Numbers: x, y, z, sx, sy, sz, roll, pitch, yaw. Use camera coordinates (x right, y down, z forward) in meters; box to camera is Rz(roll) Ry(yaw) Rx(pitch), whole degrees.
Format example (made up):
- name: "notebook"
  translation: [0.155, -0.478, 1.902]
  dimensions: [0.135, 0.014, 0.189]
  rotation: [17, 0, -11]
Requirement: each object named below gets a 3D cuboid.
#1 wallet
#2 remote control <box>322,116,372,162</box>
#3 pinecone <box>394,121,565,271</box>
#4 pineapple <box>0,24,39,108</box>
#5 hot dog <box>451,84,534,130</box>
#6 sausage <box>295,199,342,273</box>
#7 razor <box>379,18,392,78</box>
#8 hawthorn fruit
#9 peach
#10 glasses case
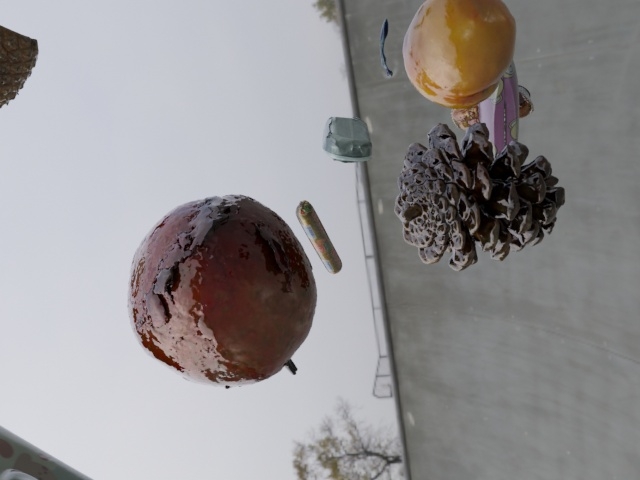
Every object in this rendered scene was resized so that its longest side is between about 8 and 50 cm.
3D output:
- name: "wallet"
  translation: [-0.479, 0.406, 0.961]
  dimensions: [0.360, 0.083, 0.252]
  rotation: [38, 174, -17]
- name: "remote control"
  translation: [0.056, -0.218, 1.263]
  dimensions: [0.247, 0.104, 0.052]
  rotation: [-90, 7, -66]
- name: "pinecone"
  translation: [0.262, -0.075, 0.988]
  dimensions: [0.244, 0.309, 0.244]
  rotation: [6, 97, 64]
- name: "pineapple"
  translation: [-0.898, -0.397, 1.564]
  dimensions: [0.361, 0.202, 0.202]
  rotation: [-68, -14, -2]
- name: "hot dog"
  translation: [0.406, -0.313, 1.416]
  dimensions: [0.108, 0.191, 0.059]
  rotation: [41, -130, -39]
- name: "sausage"
  translation: [0.000, 0.000, 0.454]
  dimensions: [0.100, 0.015, 0.015]
  rotation: [62, -156, -53]
- name: "razor"
  translation: [0.174, -0.515, 1.592]
  dimensions: [0.044, 0.028, 0.154]
  rotation: [-103, 8, -83]
- name: "hawthorn fruit"
  translation: [-0.156, 0.080, 0.910]
  dimensions: [0.316, 0.316, 0.315]
  rotation: [-7, -90, -78]
- name: "peach"
  translation: [0.164, -0.224, 0.707]
  dimensions: [0.138, 0.138, 0.138]
  rotation: [-7, -90, -78]
- name: "glasses case"
  translation: [0.374, -0.273, 1.248]
  dimensions: [0.316, 0.076, 0.123]
  rotation: [66, -163, -53]
